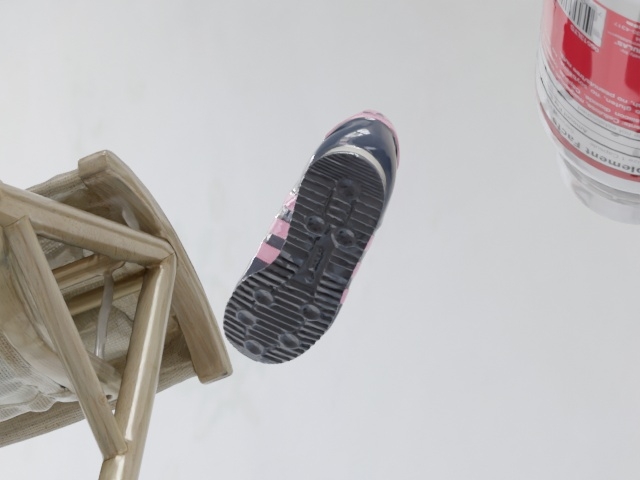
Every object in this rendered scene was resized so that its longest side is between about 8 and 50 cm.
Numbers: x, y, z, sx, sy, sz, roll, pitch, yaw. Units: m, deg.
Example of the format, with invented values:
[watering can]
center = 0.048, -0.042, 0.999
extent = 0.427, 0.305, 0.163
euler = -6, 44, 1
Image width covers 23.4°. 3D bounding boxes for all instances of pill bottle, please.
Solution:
[pill bottle]
center = 0.311, -0.186, 1.389
extent = 0.407, 0.229, 0.229
euler = 83, -13, -61

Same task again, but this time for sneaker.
[sneaker]
center = 0.000, 0.000, 1.606
extent = 0.319, 0.112, 0.131
euler = -56, -175, 40

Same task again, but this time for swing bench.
[swing bench]
center = -0.210, 0.067, 0.815
extent = 0.253, 0.254, 0.165
euler = -20, -83, 10
